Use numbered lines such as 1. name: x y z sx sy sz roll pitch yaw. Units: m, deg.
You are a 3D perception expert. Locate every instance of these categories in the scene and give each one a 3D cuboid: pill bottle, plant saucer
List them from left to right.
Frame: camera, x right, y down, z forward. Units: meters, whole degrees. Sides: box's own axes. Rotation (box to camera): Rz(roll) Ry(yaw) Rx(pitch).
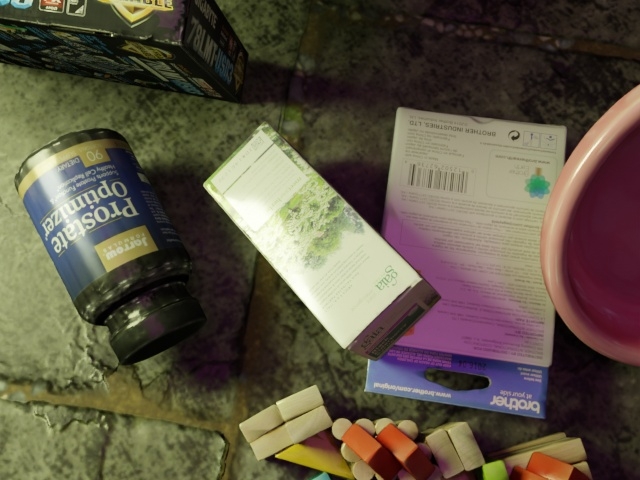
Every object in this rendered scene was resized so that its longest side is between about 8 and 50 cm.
1. pill bottle: -0.206 0.008 0.717 0.123 0.123 0.219 -29 79 -8
2. plant saucer: 0.365 -0.029 0.678 0.332 0.084 0.332 -3 120 -5

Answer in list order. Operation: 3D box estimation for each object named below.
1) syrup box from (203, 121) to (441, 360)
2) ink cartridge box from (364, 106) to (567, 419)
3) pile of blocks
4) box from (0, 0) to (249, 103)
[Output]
1. syrup box: 0.000 0.000 0.700 0.093 0.096 0.237 -45 65 4
2. ink cartridge box: 0.153 0.019 0.750 0.186 0.065 0.311 8 73 3
3. pile of blocks: 0.095 0.231 0.670 0.362 0.112 0.148 10 76 2
4. box: -0.236 -0.206 0.684 0.293 0.295 0.073 8 93 3
